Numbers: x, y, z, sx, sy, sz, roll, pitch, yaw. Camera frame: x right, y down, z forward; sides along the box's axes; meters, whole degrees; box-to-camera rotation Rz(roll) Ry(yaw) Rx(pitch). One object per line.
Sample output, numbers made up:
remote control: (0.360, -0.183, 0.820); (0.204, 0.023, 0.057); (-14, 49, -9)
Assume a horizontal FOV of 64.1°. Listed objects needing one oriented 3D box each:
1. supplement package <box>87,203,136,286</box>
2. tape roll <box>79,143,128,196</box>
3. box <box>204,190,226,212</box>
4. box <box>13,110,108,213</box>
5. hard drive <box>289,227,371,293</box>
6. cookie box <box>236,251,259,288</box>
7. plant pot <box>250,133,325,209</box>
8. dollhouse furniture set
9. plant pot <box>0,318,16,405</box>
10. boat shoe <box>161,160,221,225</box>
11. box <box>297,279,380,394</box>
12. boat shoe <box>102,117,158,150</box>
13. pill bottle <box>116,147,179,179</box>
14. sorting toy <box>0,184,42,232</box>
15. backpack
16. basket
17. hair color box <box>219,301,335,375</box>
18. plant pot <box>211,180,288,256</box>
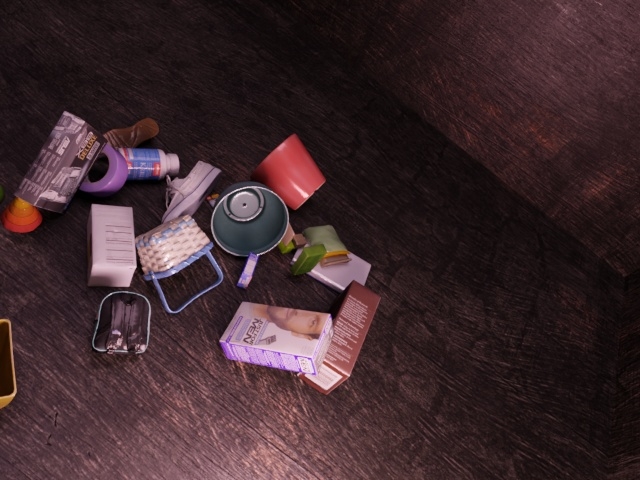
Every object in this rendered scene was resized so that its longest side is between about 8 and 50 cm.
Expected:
supplement package: (-0.706, 0.018, 1.718); (0.134, 0.139, 0.244); (4, 54, -30)
tape roll: (-0.802, -0.257, 1.846); (0.189, 0.080, 0.189); (-1, 79, 6)
box: (-0.401, -0.156, 2.111); (0.137, 0.027, 0.094); (-24, 69, -40)
box: (-0.843, -0.248, 1.680); (0.076, 0.242, 0.307); (29, 84, -5)
hard drive: (0.048, 0.101, 2.163); (0.318, 0.040, 0.210); (31, 46, -5)
cookie box: (-0.274, 0.115, 1.929); (0.040, 0.092, 0.107); (23, 48, -9)
plant pot: (-0.127, -0.284, 2.226); (0.243, 0.275, 0.275); (46, 45, -5)
dollhouse furniture set: (0.000, 0.000, 2.080); (0.301, 0.151, 0.197); (-10, 61, -35)
plant pot: (-0.908, 0.349, 1.306); (0.212, 0.187, 0.212); (-4, 59, -33)
boat shoe: (-0.537, -0.191, 1.974); (0.156, 0.136, 0.367); (31, 53, -2)
box: (0.074, 0.348, 1.882); (0.143, 0.191, 0.381); (34, 45, -2)
boat shoe: (-0.782, -0.401, 2.052); (0.285, 0.089, 0.104); (-36, 104, -41)
pill bottle: (-0.674, -0.297, 1.994); (0.221, 0.124, 0.124); (-5, 59, -32)
sorting toy: (-1.080, -0.174, 1.659); (0.365, 0.126, 0.127); (33, 46, -5)
backpack: (-0.612, 0.255, 1.575); (0.166, 0.144, 0.188); (8, 75, -23)
basket: (-0.486, 0.073, 1.782); (0.255, 0.201, 0.289); (-36, 106, -45)
hair color box: (-0.142, 0.322, 1.711); (0.339, 0.110, 0.185); (6, 43, 20)
plant pot: (-0.287, -0.110, 1.997); (0.293, 0.293, 0.196); (11, 24, -23)
